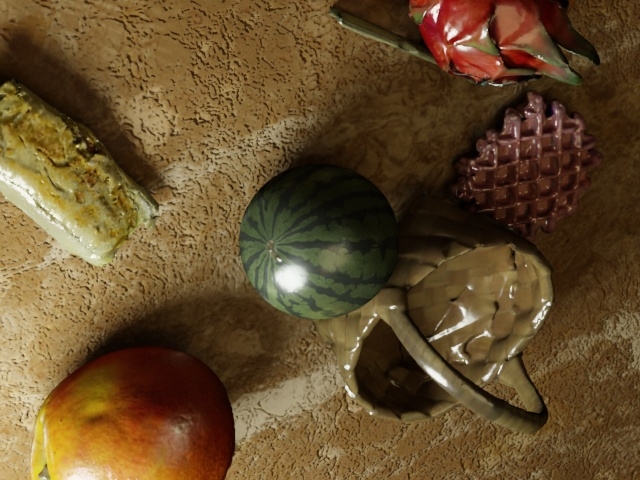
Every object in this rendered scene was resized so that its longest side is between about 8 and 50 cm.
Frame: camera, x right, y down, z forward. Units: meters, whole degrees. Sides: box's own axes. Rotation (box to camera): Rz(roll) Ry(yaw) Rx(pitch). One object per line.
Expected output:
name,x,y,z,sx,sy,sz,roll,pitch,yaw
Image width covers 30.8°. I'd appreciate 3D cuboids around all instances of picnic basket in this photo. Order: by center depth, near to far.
picnic basket,0.192,0.146,1.602,0.293,0.337,0.337,28,103,-38

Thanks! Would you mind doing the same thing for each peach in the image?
peach,-0.242,0.276,1.534,0.281,0.238,0.281,7,75,-25

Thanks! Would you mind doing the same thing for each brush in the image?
brush,0.120,-0.261,1.520,0.248,0.043,0.036,17,102,-31

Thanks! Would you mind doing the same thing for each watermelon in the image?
watermelon,0.000,0.000,1.511,0.212,0.212,0.212,-12,122,-19

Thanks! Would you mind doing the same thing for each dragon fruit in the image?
dragon fruit,0.222,-0.287,1.455,0.193,0.192,0.274,-35,107,28

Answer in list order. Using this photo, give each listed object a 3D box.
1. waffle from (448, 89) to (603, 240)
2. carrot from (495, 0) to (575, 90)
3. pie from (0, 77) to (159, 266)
waffle,0.308,-0.098,1.696,0.221,0.055,0.234,-48,129,9
carrot,0.291,-0.291,1.568,0.072,0.072,0.205,16,112,-32
pie,-0.312,-0.077,1.398,0.128,0.068,0.282,-50,128,-7
